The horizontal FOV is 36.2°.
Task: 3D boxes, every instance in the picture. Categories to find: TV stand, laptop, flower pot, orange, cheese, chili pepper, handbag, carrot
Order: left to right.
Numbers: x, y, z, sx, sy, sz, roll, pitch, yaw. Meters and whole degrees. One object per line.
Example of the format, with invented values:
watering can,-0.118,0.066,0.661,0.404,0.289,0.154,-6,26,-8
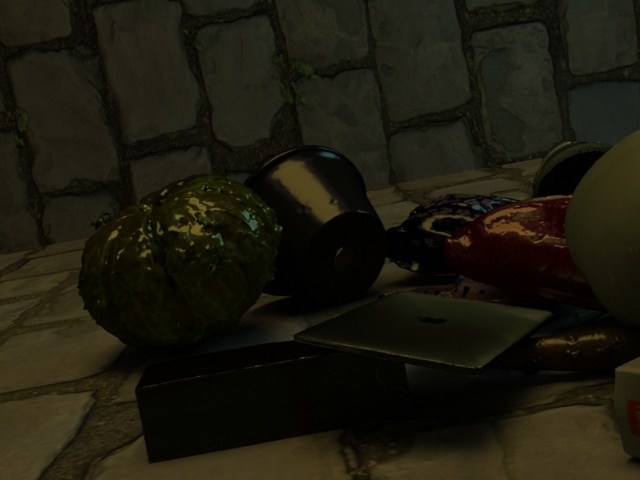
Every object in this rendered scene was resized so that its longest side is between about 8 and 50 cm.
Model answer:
orange,-0.193,0.032,1.424,0.301,0.223,0.300,-28,23,4
TV stand,-0.046,0.153,1.007,0.269,0.083,0.088,-9,7,-1
flower pot,0.000,0.000,1.560,0.269,0.269,0.166,-14,33,-27
laptop,0.113,0.087,0.991,0.187,0.015,0.269,8,11,26
handbag,0.226,-0.008,1.609,0.228,0.127,0.207,4,14,29
cheese,0.214,0.065,1.303,0.285,0.074,0.189,-8,7,10
carrot,0.212,0.115,1.006,0.254,0.049,0.049,-3,9,7
chili pepper,0.277,0.002,1.193,0.252,0.144,0.136,9,11,3

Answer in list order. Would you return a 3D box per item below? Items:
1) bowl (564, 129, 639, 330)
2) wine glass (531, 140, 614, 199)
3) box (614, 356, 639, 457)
bowl,0.395,0.010,0.982,0.277,0.277,0.145,-9,47,7
wine glass,0.435,-0.073,1.592,0.190,0.191,0.357,-8,10,12
box,0.374,0.110,0.797,0.269,0.079,0.135,-16,10,-35
